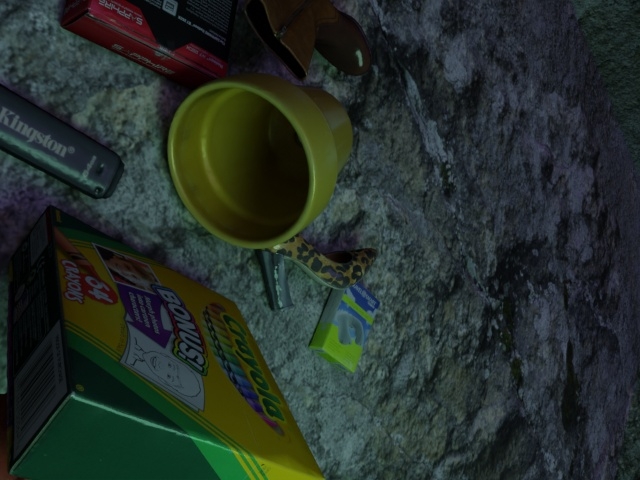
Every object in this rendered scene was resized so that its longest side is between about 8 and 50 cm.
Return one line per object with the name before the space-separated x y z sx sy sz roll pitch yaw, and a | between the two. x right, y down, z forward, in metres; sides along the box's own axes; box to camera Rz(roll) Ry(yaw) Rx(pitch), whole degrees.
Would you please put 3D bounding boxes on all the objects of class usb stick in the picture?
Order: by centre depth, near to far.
usb stick | -0.379 -0.142 0.804 0.278 0.045 0.077 33 63 -40

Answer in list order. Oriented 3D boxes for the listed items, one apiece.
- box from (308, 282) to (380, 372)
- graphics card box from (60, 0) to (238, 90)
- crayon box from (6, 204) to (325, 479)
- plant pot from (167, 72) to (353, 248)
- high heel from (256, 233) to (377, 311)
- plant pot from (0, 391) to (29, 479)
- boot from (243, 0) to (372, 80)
box | 0.053 0.152 1.229 0.109 0.042 0.178 42 59 -36
graphics card box | -0.229 -0.441 0.951 0.233 0.094 0.371 17 75 -43
crayon box | -0.195 0.143 0.749 0.313 0.363 0.106 33 101 -36
plant pot | -0.068 -0.143 0.999 0.239 0.254 0.254 -38 114 -56
high heel | 0.000 0.000 1.143 0.261 0.093 0.186 -21 108 -35
plant pot | -0.443 0.244 0.569 0.265 0.272 0.272 23 70 -34
boot | -0.005 -0.349 1.091 0.264 0.096 0.280 54 26 -28
